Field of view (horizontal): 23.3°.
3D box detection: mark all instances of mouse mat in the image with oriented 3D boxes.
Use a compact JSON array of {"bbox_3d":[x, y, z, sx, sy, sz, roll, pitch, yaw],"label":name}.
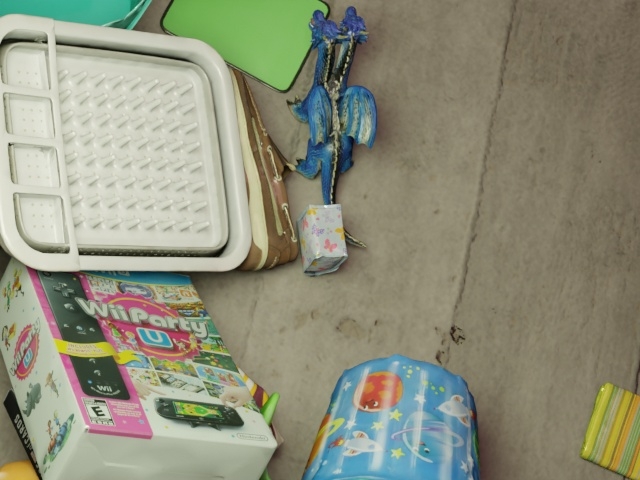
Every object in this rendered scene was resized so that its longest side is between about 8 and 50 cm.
[{"bbox_3d":[-0.095,-0.289,2.003,0.190,0.007,0.152,28,67,-5],"label":"mouse mat"}]

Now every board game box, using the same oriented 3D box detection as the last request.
[{"bbox_3d":[-0.207,0.143,1.654,0.224,0.097,0.303,12,28,-33],"label":"board game box"}]

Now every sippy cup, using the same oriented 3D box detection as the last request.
[{"bbox_3d":[0.083,0.261,1.746,0.305,0.240,0.224,49,39,-38],"label":"sippy cup"}]

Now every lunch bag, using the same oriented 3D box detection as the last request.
[{"bbox_3d":[0.000,0.000,1.885,0.053,0.083,0.071,-1,71,-20],"label":"lunch bag"}]

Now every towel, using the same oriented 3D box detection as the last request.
[{"bbox_3d":[0.443,0.271,1.945,0.237,0.021,0.102,25,72,-6],"label":"towel"}]

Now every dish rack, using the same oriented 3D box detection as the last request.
[{"bbox_3d":[-0.237,-0.097,1.749,0.333,0.072,0.285,1,75,-40],"label":"dish rack"}]

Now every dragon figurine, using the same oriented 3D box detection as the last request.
[{"bbox_3d":[0.018,-0.143,1.907,0.085,0.144,0.289,0,71,-14],"label":"dragon figurine"}]

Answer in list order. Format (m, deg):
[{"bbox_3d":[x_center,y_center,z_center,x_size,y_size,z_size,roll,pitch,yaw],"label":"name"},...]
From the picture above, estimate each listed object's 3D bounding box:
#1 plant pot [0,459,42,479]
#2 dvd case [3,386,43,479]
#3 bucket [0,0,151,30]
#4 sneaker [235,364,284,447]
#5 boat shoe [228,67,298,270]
[{"bbox_3d":[-0.362,0.339,1.621,0.188,0.205,0.205,-6,72,0],"label":"plant pot"},{"bbox_3d":[-0.200,0.230,1.650,0.239,0.029,0.179,11,29,-39],"label":"dvd case"},{"bbox_3d":[-0.332,-0.327,1.857,0.281,0.183,0.281,5,70,-13],"label":"bucket"},{"bbox_3d":[-0.111,0.174,1.811,0.084,0.069,0.185,9,46,-52],"label":"sneaker"},{"bbox_3d":[-0.081,-0.087,1.900,0.095,0.095,0.257,-2,77,-30],"label":"boat shoe"}]
